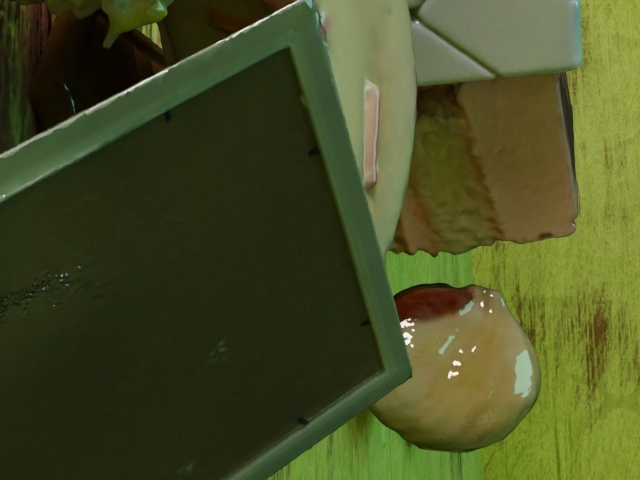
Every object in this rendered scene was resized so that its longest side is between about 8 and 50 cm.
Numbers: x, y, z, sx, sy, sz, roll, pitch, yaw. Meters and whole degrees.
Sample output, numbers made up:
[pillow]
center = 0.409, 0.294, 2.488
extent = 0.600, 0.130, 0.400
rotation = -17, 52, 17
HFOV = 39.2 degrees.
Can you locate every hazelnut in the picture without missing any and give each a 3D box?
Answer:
[hazelnut]
center = 0.173, 0.164, 1.226
extent = 0.241, 0.261, 0.261
rotation = -58, 168, 8

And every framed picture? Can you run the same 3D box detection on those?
[framed picture]
center = -0.090, 0.055, 0.357
extent = 0.016, 0.273, 0.217
rotation = 39, -26, 47

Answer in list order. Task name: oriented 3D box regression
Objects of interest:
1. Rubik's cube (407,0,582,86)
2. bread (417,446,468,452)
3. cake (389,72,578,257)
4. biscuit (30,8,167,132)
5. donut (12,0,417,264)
[Rubik's cube]
center = 0.096, -0.368, 0.918
extent = 0.316, 0.318, 0.322
rotation = -75, 156, -48
[bread]
center = 0.228, 0.250, 1.631
extent = 0.253, 0.142, 0.228
rotation = -78, 158, -51
[cake]
center = 0.159, -0.163, 1.134
extent = 0.314, 0.306, 0.293
rotation = -79, 158, -44
[biscuit]
center = -0.123, -0.034, 0.575
extent = 0.182, 0.034, 0.216
rotation = 31, 57, -71
[donut]
center = -0.068, -0.099, 0.463
extent = 0.307, 0.150, 0.371
rotation = -63, 142, -37
